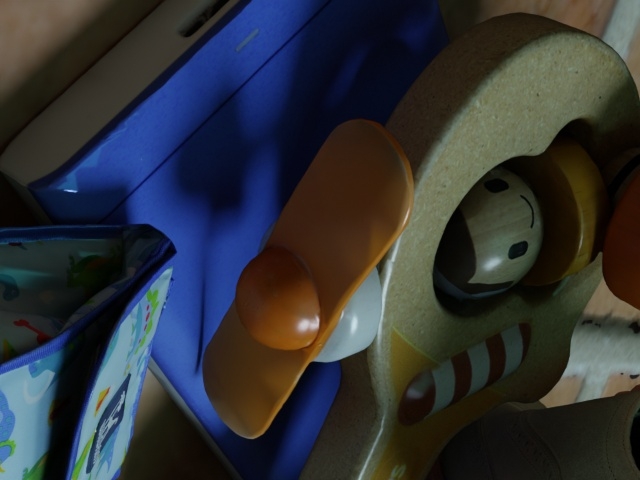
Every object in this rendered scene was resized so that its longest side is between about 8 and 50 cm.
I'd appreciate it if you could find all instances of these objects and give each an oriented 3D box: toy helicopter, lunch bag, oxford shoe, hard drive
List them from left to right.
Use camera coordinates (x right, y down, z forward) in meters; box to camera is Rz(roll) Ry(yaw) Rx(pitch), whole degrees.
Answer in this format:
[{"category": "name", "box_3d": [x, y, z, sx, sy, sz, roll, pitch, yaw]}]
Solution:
[{"category": "lunch bag", "box_3d": [-0.126, 0.065, 0.462, 0.151, 0.096, 0.128, -20, 140, -43]}, {"category": "hard drive", "box_3d": [0.000, 0.000, 0.616, 0.210, 0.040, 0.318, -47, 141, -18]}, {"category": "toy helicopter", "box_3d": [0.030, 0.067, 0.552, 0.235, 0.140, 0.355, 12, 107, -51]}, {"category": "oxford shoe", "box_3d": [0.155, 0.141, 0.645, 0.140, 0.397, 0.146, 30, 98, -13]}]
